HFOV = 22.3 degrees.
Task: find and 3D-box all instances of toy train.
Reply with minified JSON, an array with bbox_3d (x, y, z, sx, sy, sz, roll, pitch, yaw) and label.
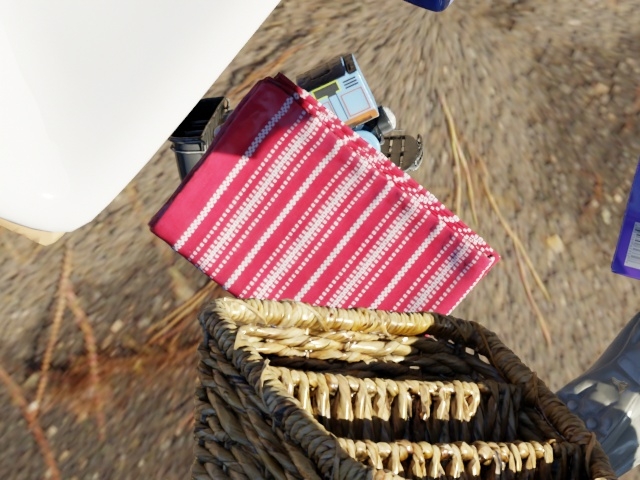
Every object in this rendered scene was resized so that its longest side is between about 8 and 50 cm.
[{"bbox_3d":[-0.020,-0.105,1.599,0.184,0.080,0.105,-24,111,7],"label":"toy train"}]

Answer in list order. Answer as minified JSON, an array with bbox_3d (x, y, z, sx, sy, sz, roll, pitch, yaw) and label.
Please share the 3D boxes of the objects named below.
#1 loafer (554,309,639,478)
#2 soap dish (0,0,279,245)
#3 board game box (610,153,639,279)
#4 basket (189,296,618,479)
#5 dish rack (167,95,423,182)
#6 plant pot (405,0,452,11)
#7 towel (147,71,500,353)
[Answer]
[{"bbox_3d":[0.325,0.144,1.602,0.319,0.111,0.112,-35,58,-3],"label":"loafer"},{"bbox_3d":[-0.066,-0.162,0.368,0.291,0.118,0.229,-51,135,9],"label":"soap dish"},{"bbox_3d":[0.302,-0.143,1.144,0.078,0.233,0.347,16,99,18],"label":"board game box"},{"bbox_3d":[0.072,0.157,1.139,0.299,0.213,0.223,9,85,-40],"label":"basket"},{"bbox_3d":[-0.022,-0.109,1.803,0.271,0.208,0.074,-2,108,5],"label":"dish rack"},{"bbox_3d":[0.067,-0.369,1.410,0.212,0.236,0.236,21,129,15],"label":"plant pot"},{"bbox_3d":[0.000,0.000,1.485,0.275,0.031,0.199,39,109,-7],"label":"towel"}]
